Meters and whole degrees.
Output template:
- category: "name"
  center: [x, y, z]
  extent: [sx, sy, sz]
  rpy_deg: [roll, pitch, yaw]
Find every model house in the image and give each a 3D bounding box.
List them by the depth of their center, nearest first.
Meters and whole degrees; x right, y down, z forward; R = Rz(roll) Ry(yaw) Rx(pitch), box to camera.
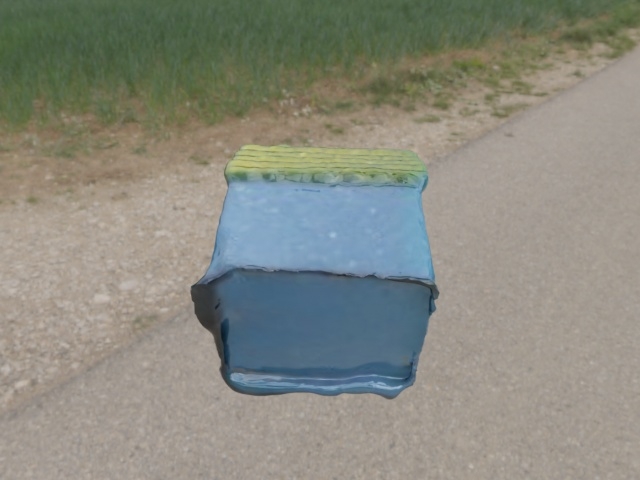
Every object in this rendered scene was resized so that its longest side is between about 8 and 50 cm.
- category: "model house"
  center: [0.000, 0.000, 0.747]
  extent: [0.237, 0.215, 0.303]
  rpy_deg: [2, 51, 2]
